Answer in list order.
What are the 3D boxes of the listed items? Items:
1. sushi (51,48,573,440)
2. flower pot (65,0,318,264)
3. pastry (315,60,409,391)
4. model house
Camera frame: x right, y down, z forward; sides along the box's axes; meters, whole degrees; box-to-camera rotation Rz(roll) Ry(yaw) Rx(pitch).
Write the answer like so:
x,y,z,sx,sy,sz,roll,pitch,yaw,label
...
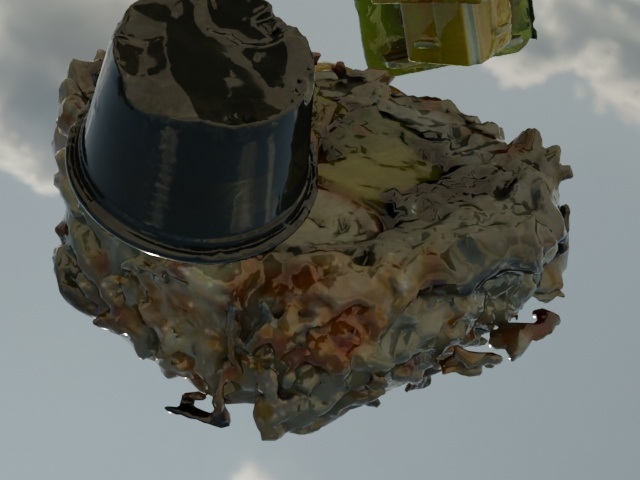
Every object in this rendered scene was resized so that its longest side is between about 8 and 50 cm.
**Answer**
x,y,z,sx,sy,sz,roll,pitch,yaw,label
-0.001,-0.024,1.162,0.417,0.176,0.417,6,-151,-4,sushi
-0.068,-0.077,0.913,0.157,0.107,0.157,8,-128,-10,flower pot
0.000,0.000,1.688,0.388,0.312,0.388,26,-142,-22,pastry
0.081,-0.301,1.653,0.340,0.300,0.323,-12,-164,-3,model house
